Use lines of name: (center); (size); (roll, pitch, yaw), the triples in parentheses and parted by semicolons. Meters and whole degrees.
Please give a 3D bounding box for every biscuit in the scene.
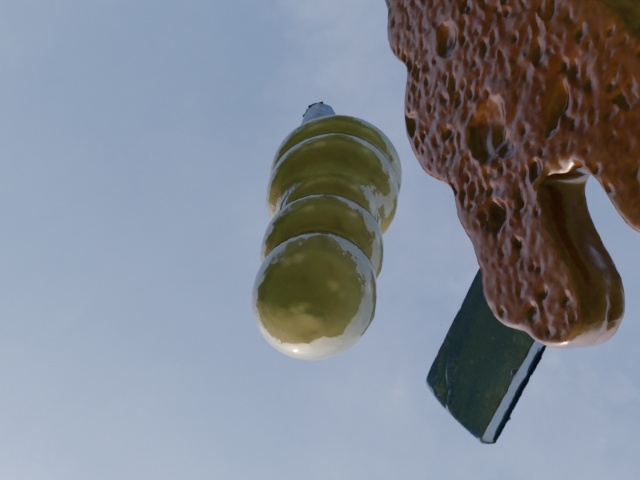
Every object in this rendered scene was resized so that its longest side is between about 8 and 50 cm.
biscuit: (0.119, -0.102, 0.428); (0.047, 0.202, 0.333); (-3, -130, -23)

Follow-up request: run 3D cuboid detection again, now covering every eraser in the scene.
eraser: (0.253, 0.117, 0.970); (0.144, 0.043, 0.311); (44, -62, 51)

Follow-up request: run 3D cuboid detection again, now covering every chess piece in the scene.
chess piece: (0.000, 0.000, 0.736); (0.167, 0.299, 0.167); (4, -56, 6)

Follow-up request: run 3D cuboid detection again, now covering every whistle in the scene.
whistle: (-0.012, -0.158, 1.118); (0.062, 0.304, 0.062); (2, -65, 3)
